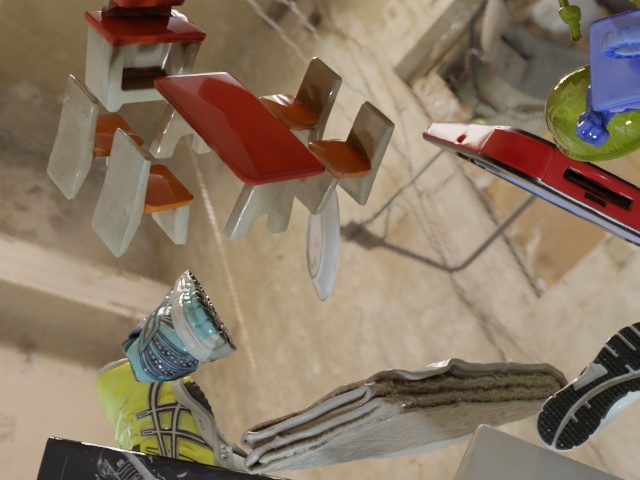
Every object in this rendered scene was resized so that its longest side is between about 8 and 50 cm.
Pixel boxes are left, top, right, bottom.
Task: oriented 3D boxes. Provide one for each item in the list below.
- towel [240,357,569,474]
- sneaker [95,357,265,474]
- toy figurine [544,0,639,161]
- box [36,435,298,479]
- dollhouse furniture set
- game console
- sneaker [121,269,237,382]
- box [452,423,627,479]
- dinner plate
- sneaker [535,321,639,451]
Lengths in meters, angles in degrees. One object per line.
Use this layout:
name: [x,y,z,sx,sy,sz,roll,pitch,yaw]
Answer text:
towel: [0.080,0.158,0.891,0.282,0.187,0.049,8,-119,-48]
sneaker: [-0.216,0.292,1.357,0.147,0.145,0.385,-14,-142,-40]
toy figurine: [0.247,-0.154,0.702,0.217,0.363,0.191,-8,-87,-39]
box: [-0.156,0.408,1.026,0.179,0.313,0.343,51,-133,-63]
dollhouse furniture set: [-0.100,-0.126,0.834,0.262,0.135,0.259,-13,-133,-40]
game console: [0.346,-0.057,1.343,0.387,0.060,0.342,25,-179,-14]
sneaker: [-0.181,0.110,1.185,0.110,0.122,0.283,60,174,-1]
box: [0.152,0.317,0.687,0.168,0.215,0.345,19,150,24]
dinner plate: [0.000,0.000,1.138,0.017,0.141,0.141,1,-146,-12]
sneaker: [0.171,0.086,0.589,0.040,0.109,0.044,54,175,19]
